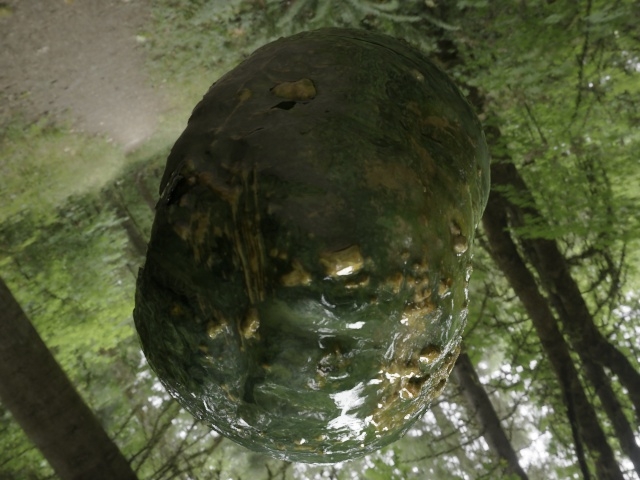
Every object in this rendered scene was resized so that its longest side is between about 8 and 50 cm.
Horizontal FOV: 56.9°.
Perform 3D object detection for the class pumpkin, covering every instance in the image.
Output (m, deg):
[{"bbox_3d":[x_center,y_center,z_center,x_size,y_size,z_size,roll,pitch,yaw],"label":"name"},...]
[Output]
[{"bbox_3d":[0.000,0.000,0.474,0.257,0.292,0.328,15,-138,0],"label":"pumpkin"}]
